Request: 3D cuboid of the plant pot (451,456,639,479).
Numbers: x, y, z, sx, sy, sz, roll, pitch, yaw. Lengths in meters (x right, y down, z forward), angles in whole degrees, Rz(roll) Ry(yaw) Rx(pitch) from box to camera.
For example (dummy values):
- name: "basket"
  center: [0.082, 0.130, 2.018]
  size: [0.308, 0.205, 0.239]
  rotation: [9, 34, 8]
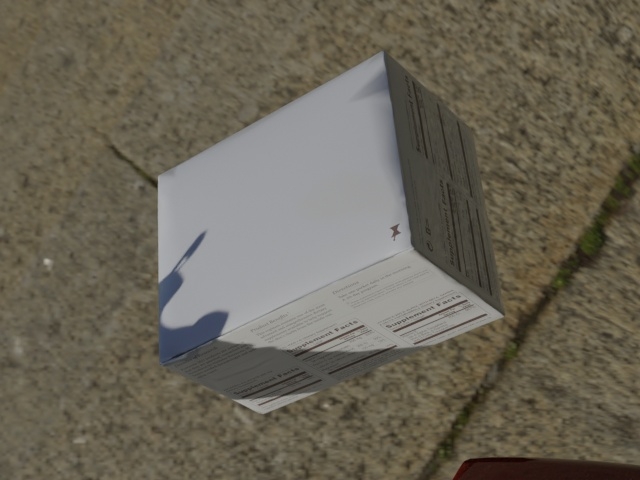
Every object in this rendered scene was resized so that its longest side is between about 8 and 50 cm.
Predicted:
- name: "plant pot"
  center: [0.174, 0.259, 0.534]
  size: [0.236, 0.267, 0.267]
  rotation: [-21, 107, 40]

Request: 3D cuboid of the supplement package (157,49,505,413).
- name: "supplement package"
  center: [0.000, 0.000, 1.048]
  size: [0.262, 0.145, 0.204]
  rotation: [-25, 52, 27]
